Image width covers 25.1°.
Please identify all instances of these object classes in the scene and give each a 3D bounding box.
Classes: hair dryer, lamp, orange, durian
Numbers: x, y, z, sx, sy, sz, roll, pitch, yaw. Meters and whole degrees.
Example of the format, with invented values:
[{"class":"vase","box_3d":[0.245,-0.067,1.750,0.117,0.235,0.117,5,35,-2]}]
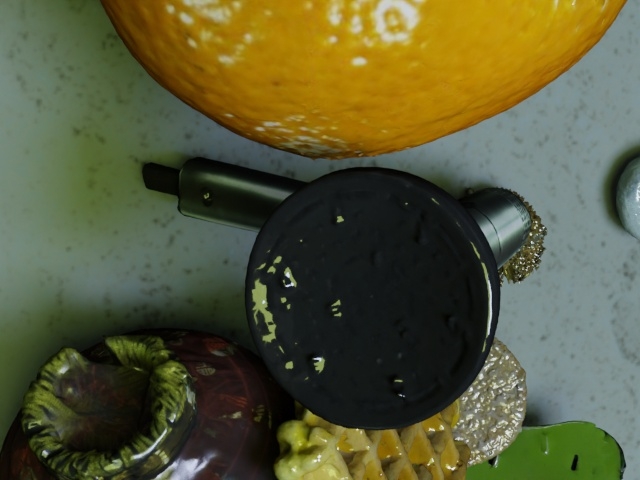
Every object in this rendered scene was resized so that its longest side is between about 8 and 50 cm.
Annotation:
[{"class":"hair dryer","box_3d":[-0.005,0.018,0.993,0.284,0.320,0.156,-4,98,13]},{"class":"lamp","box_3d":[-0.124,0.168,1.037,0.246,0.247,0.247,-4,104,-16]},{"class":"orange","box_3d":[0.041,-0.257,0.900,0.424,0.326,0.424,-22,118,-48]},{"class":"durian","box_3d":[0.140,-0.004,1.163,0.080,0.080,0.091,-31,68,-8]}]

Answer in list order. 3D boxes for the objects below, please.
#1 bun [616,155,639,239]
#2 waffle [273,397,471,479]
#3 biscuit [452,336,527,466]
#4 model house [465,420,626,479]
[{"class":"bun","box_3d":[0.283,-0.040,1.206,0.083,0.045,0.083,-4,106,-13]},{"class":"waffle","box_3d":[0.045,0.166,1.050,0.253,0.056,0.249,43,45,-51]},{"class":"biscuit","box_3d":[0.112,0.127,1.180,0.120,0.015,0.120,-1,77,6]},{"class":"model house","box_3d":[0.150,0.309,1.176,0.207,0.294,0.154,-1,150,16]}]
